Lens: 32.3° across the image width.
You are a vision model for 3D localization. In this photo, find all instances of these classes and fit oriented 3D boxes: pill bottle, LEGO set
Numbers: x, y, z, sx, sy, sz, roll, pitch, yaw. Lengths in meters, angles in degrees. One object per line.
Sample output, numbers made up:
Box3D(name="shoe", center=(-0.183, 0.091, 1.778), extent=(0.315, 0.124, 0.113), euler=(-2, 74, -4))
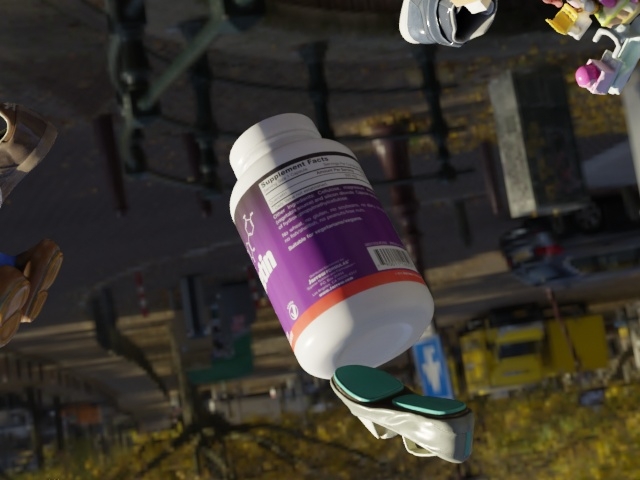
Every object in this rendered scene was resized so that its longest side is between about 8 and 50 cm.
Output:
Box3D(name="pill bottle", center=(0.000, 0.000, 1.397), extent=(0.181, 0.323, 0.181), euler=(-21, 152, -12))
Box3D(name="LEGO set", center=(0.204, -0.257, 1.076), extent=(0.107, 0.132, 0.287), euler=(9, -156, -37))

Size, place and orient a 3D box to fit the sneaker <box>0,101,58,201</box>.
Box3D(name="sneaker", center=(-0.371, -0.080, 1.225), extent=(0.071, 0.066, 0.188), euler=(36, 112, -26))

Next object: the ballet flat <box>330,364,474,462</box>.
Box3D(name="ballet flat", center=(0.081, 0.188, 1.181), extent=(0.072, 0.068, 0.213), euler=(-13, -165, -34))

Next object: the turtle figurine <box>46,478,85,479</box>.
Box3D(name="turtle figurine", center=(-0.209, 0.300, 0.979), extent=(0.087, 0.217, 0.269), euler=(-26, 162, 20))

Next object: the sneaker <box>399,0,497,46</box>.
Box3D(name="sneaker", center=(0.187, -0.384, 1.551), extent=(0.086, 0.226, 0.163), euler=(-3, -164, -24))

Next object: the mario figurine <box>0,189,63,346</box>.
Box3D(name="mario figurine", center=(-0.397, -0.036, 1.003), extent=(0.320, 0.170, 0.198), euler=(25, 164, 0))
